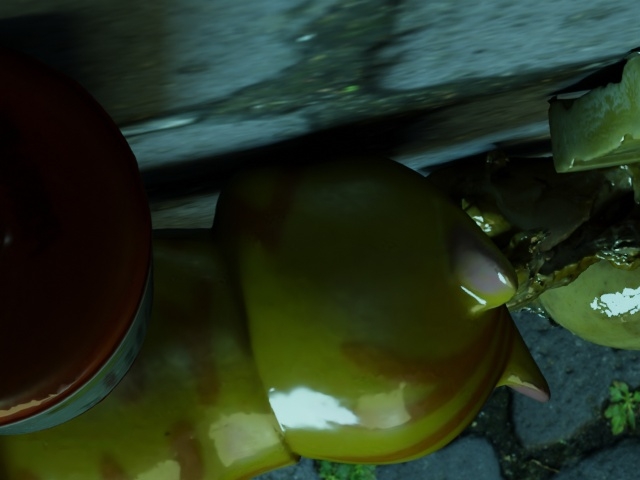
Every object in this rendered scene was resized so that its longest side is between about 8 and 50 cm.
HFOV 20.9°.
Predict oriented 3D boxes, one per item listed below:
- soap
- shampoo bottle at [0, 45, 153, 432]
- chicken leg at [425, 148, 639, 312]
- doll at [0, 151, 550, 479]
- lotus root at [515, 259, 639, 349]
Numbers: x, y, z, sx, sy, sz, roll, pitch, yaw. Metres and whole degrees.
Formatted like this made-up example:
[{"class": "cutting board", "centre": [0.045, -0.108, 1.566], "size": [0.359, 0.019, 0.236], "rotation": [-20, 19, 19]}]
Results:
[{"class": "soap", "centre": [0.230, -0.070, 0.751], "size": [0.252, 0.037, 0.092], "rotation": [-9, 175, -17]}, {"class": "shampoo bottle", "centre": [-0.107, 0.013, 0.580], "size": [0.104, 0.104, 0.278], "rotation": [-10, 174, -6]}, {"class": "chicken leg", "centre": [0.134, -0.019, 0.906], "size": [0.207, 0.085, 0.101], "rotation": [-20, 162, 7]}, {"class": "doll", "centre": [-0.046, 0.046, 0.790], "size": [0.269, 0.162, 0.166], "rotation": [-22, 159, 4]}, {"class": "lotus root", "centre": [0.195, 0.010, 1.060], "size": [0.221, 0.125, 0.118], "rotation": [-21, -164, 33]}]
